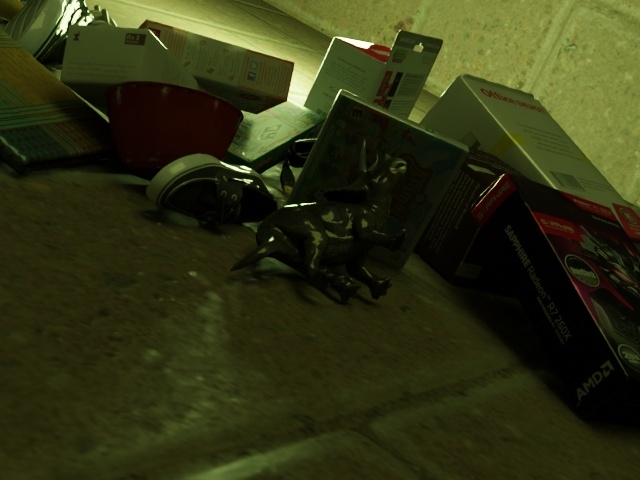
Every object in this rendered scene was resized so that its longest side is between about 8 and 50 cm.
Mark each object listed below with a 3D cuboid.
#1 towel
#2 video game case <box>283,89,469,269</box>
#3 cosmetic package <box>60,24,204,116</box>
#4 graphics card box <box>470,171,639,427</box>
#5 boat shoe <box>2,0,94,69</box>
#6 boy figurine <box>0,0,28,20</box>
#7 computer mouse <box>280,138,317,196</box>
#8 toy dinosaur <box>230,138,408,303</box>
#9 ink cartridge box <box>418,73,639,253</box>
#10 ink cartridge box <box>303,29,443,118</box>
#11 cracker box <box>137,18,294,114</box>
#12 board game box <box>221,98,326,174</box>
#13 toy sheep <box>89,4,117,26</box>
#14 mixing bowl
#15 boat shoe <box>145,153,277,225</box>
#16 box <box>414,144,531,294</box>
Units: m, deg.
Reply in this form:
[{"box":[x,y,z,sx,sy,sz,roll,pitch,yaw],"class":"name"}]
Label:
[{"box":[-0.438,-0.216,1.302,0.370,0.040,0.271,41,19,7],"class":"towel"},{"box":[0.072,-0.080,1.431,0.193,0.212,0.023,23,30,-7],"class":"video game case"},{"box":[-0.252,-0.213,1.415,0.117,0.086,0.231,6,-9,15],"class":"cosmetic package"},{"box":[0.374,0.081,1.400,0.232,0.094,0.371,15,39,-34],"class":"graphics card box"},{"box":[-0.422,-0.338,1.662,0.119,0.121,0.335,52,21,-25],"class":"boat shoe"},{"box":[-0.565,-0.413,1.740,0.177,0.092,0.285,32,18,7],"class":"boy figurine"},{"box":[0.033,-0.086,1.569,0.184,0.060,0.262,-11,48,-3],"class":"computer mouse"},{"box":[0.000,0.000,1.286,0.313,0.121,0.160,-24,47,-32],"class":"toy dinosaur"},{"box":[0.378,-0.096,1.842,0.279,0.160,0.385,6,43,-47],"class":"ink cartridge box"},{"box":[0.110,-0.331,2.160,0.130,0.272,0.309,30,16,17],"class":"ink cartridge box"},{"box":[-0.174,-0.258,1.558,0.232,0.067,0.155,12,-5,-21],"class":"cracker box"},{"box":[-0.144,-0.194,1.671,0.213,0.046,0.317,29,26,10],"class":"board game box"},{"box":[-0.410,-0.379,1.871,0.091,0.091,0.132,17,12,-26],"class":"toy sheep"},{"box":[-0.195,-0.129,1.334,0.181,0.098,0.181,7,-10,1],"class":"mixing bowl"},{"box":[-0.127,-0.052,1.304,0.076,0.080,0.228,45,15,20],"class":"boat shoe"},{"box":[0.244,-0.040,1.634,0.168,0.167,0.203,12,21,-37],"class":"box"}]
